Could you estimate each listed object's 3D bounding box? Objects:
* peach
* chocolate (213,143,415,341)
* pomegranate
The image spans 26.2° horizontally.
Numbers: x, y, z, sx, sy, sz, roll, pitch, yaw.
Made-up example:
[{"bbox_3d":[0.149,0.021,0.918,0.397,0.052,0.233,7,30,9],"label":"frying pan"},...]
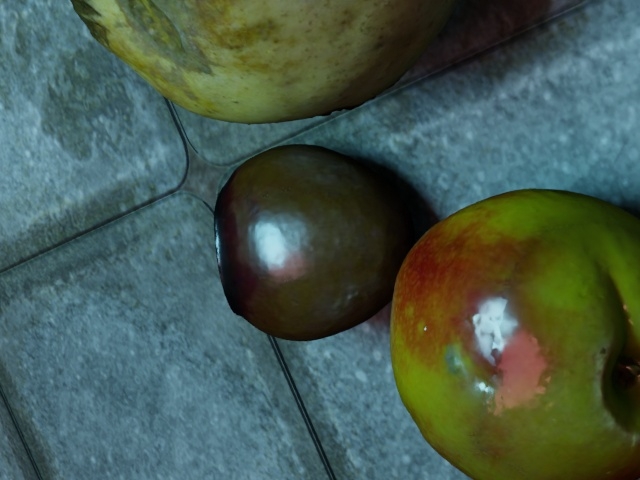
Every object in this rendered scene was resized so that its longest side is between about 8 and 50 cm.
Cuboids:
[{"bbox_3d":[0.159,0.072,0.985,0.231,0.231,0.231,19,120,36],"label":"peach"},{"bbox_3d":[0.000,0.000,1.153,0.176,0.176,0.177,19,120,36],"label":"chocolate"},{"bbox_3d":[-0.041,-0.231,0.986,0.322,0.322,0.322,19,120,36],"label":"pomegranate"}]
